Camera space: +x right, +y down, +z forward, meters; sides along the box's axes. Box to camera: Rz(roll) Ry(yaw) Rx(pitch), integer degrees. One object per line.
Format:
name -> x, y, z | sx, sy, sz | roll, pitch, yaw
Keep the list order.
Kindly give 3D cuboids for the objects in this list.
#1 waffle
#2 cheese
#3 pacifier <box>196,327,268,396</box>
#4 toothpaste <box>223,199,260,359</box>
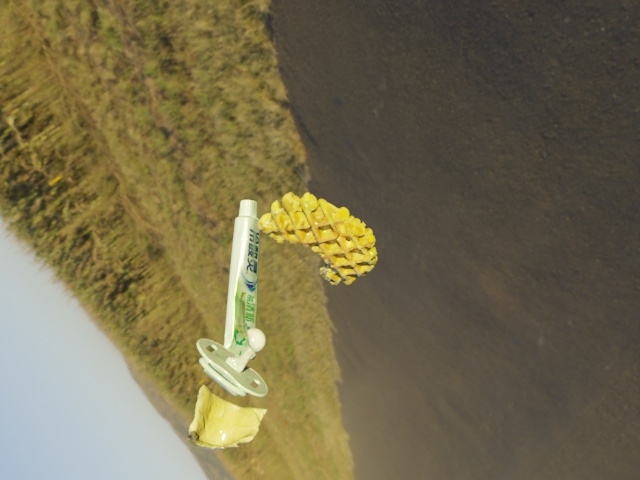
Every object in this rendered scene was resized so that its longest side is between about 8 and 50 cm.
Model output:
waffle -> 0.000, 0.003, 1.012 | 0.194, 0.051, 0.149 | 30, 138, -18
cheese -> -0.105, 0.204, 0.726 | 0.084, 0.060, 0.041 | 18, 142, -15
pacifier -> -0.139, 0.200, 1.109 | 0.150, 0.117, 0.127 | 40, -172, 12
toothpaste -> -0.143, 0.072, 1.221 | 0.074, 0.297, 0.048 | 11, 167, -41
